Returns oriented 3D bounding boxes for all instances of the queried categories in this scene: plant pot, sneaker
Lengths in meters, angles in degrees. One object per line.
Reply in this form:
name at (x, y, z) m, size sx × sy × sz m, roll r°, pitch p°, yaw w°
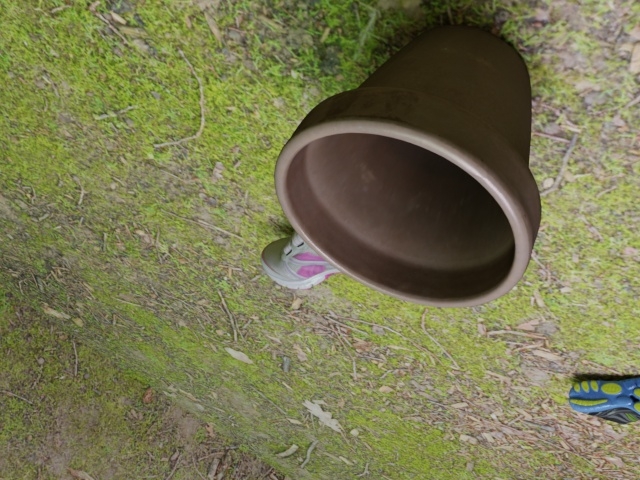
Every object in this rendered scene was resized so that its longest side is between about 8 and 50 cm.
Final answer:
plant pot at (0.114, -0.098, 0.759) m, size 0.263 × 0.229 × 0.263 m, roll 20°, pitch 148°, yaw 13°
sneaker at (0.490, 0.253, 1.155) m, size 0.188 × 0.067 × 0.078 m, roll -6°, pitch 156°, yaw 40°
sneaker at (0.000, 0.000, 1.127) m, size 0.252 × 0.103 × 0.111 m, roll -10°, pitch 129°, yaw 37°
